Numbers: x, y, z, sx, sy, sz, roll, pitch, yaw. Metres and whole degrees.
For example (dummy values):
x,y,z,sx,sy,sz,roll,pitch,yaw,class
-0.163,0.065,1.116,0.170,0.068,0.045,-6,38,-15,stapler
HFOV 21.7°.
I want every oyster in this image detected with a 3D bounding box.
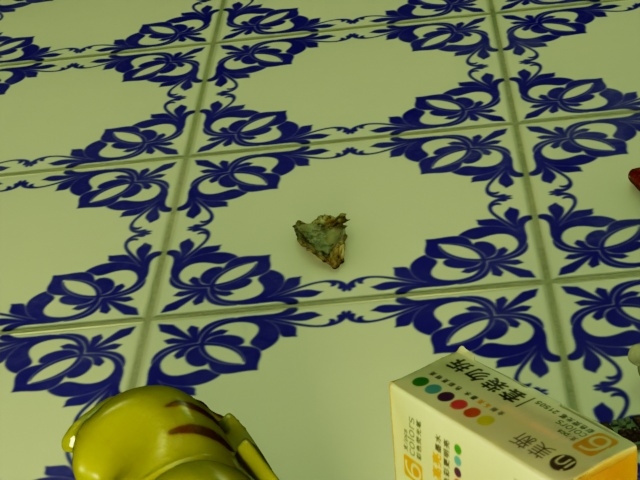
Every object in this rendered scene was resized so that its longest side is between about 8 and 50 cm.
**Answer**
x,y,z,sx,sy,sz,roll,pitch,yaw,class
0.000,0.001,2.194,0.086,0.029,0.132,-6,29,18,oyster

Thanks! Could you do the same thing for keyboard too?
x,y,z,sx,sy,sz,roll,pitch,yaw,class
0.357,0.193,1.728,0.166,0.017,0.055,-11,26,-6,keyboard

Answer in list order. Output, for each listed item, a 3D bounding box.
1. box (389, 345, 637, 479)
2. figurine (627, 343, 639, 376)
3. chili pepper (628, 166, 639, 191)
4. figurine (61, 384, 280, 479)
x,y,z,sx,sy,sz,roll,pitch,yaw,class
0.158,0.255,1.382,0.091,0.273,0.221,-21,32,-31,box
0.402,0.127,1.745,0.098,0.081,0.146,-14,11,-24,figurine
0.456,-0.048,2.137,0.071,0.063,0.272,2,23,-9,chili pepper
-0.110,0.260,1.570,0.169,0.218,0.326,-49,37,8,figurine
